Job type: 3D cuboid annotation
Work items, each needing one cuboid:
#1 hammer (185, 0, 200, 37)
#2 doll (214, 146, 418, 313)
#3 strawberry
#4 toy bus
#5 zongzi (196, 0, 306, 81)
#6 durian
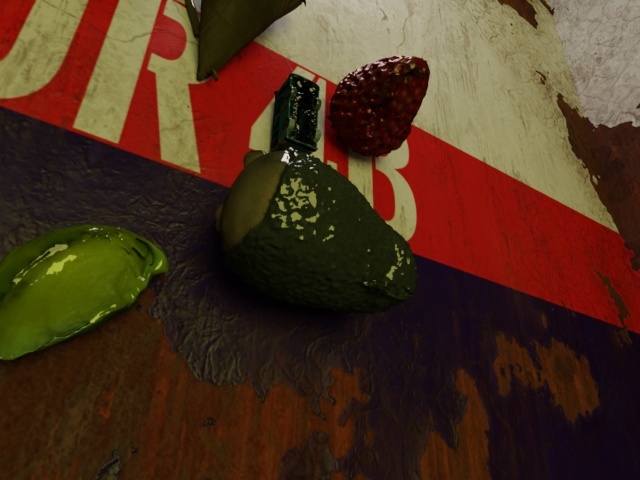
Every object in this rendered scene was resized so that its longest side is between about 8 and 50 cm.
[{"bbox_3d":[-0.279,-0.508,0.978,0.062,0.013,0.199,-5,70,-37],"label":"hammer"},{"bbox_3d":[0.000,0.000,0.785,0.349,0.247,0.247,27,54,-19],"label":"doll"},{"bbox_3d":[0.137,-0.305,1.021,0.205,0.244,0.205,15,62,-29],"label":"strawberry"},{"bbox_3d":[-0.052,-0.250,0.957,0.079,0.092,0.160,15,65,-31],"label":"toy bus"},{"bbox_3d":[-0.162,-0.584,0.861,0.181,0.447,0.418,16,57,17],"label":"zongzi"},{"bbox_3d":[-0.321,0.051,0.608,0.250,0.101,0.139,-42,130,-41],"label":"durian"}]
